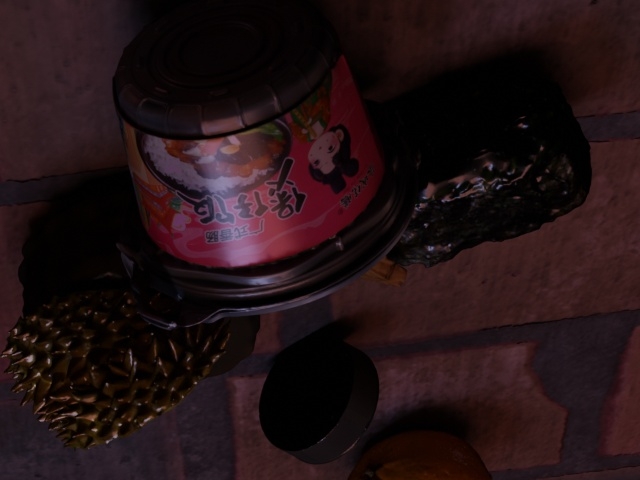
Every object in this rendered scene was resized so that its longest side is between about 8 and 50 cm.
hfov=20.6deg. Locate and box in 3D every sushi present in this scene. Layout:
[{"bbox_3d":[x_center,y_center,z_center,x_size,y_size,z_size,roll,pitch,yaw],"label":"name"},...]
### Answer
[{"bbox_3d":[0.129,-0.069,1.592,0.225,0.124,0.127,-18,143,19],"label":"sushi"}]

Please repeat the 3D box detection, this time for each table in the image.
[{"bbox_3d":[-0.002,0.167,1.864,0.133,0.133,0.043,-32,137,26],"label":"table"}]

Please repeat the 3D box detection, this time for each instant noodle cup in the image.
[{"bbox_3d":[-0.062,-0.089,1.441,0.258,0.302,0.182,9,136,28],"label":"instant noodle cup"}]

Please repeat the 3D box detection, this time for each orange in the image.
[{"bbox_3d":[0.107,0.307,2.044,0.161,0.193,0.193,37,127,-15],"label":"orange"}]

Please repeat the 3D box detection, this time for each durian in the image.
[{"bbox_3d":[-0.195,0.109,1.594,0.252,0.144,0.139,-33,174,25],"label":"durian"}]

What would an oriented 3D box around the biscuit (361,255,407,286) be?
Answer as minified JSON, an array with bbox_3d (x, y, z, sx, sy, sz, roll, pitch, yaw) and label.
[{"bbox_3d":[0.000,0.000,1.591,0.162,0.250,0.035,31,89,-19],"label":"biscuit"}]

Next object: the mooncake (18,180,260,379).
[{"bbox_3d":[-0.172,0.044,1.672,0.228,0.124,0.228,-5,148,-3],"label":"mooncake"}]
